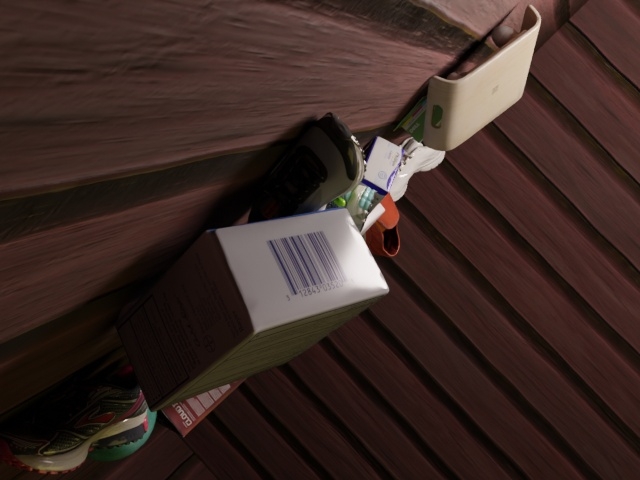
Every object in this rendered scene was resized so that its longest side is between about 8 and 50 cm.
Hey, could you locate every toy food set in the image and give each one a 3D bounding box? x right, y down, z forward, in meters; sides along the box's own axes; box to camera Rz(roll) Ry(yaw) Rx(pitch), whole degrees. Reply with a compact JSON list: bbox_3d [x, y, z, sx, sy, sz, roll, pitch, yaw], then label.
[{"bbox_3d":[0.342,-0.348,1.703,0.306,0.092,0.219,-37,153,-19],"label":"toy food set"}]

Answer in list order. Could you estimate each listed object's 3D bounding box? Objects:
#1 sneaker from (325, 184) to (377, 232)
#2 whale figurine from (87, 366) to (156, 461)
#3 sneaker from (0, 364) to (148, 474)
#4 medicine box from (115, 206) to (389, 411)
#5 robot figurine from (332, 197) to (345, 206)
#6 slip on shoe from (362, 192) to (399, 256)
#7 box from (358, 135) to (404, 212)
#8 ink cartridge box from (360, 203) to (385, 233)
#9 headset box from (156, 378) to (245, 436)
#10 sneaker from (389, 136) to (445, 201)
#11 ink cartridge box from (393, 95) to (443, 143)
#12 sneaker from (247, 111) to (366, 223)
[{"bbox_3d":[0.029,-0.068,1.555,0.110,0.122,0.283,-64,-178,-14],"label":"sneaker"},{"bbox_3d":[-0.401,0.350,1.475,0.216,0.141,0.272,-40,176,-43],"label":"whale figurine"},{"bbox_3d":[-0.383,0.271,1.222,0.299,0.121,0.112,-11,113,-64],"label":"sneaker"},{"bbox_3d":[-0.102,0.097,1.131,0.263,0.149,0.289,-12,160,-46],"label":"medicine box"},{"bbox_3d":[0.026,-0.111,1.376,0.115,0.067,0.101,-25,123,-52],"label":"robot figurine"},{"bbox_3d":[0.156,-0.078,2.047,0.123,0.101,0.331,-52,150,-32],"label":"slip on shoe"},{"bbox_3d":[0.103,-0.129,1.674,0.137,0.072,0.126,-49,-165,55],"label":"box"},{"bbox_3d":[0.000,0.000,1.906,0.283,0.117,0.207,-40,174,-37],"label":"ink cartridge box"},{"bbox_3d":[-0.278,0.286,1.703,0.293,0.110,0.218,-41,-160,-25],"label":"headset box"},{"bbox_3d":[0.223,-0.214,2.164,0.297,0.111,0.129,-42,155,-19],"label":"sneaker"},{"bbox_3d":[0.257,-0.290,1.823,0.109,0.062,0.209,-46,175,32],"label":"ink cartridge box"},{"bbox_3d":[-0.024,-0.077,1.115,0.108,0.100,0.271,-34,171,-34],"label":"sneaker"}]
